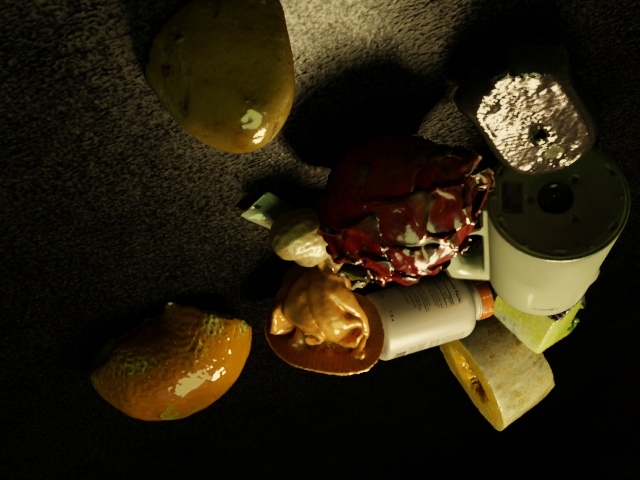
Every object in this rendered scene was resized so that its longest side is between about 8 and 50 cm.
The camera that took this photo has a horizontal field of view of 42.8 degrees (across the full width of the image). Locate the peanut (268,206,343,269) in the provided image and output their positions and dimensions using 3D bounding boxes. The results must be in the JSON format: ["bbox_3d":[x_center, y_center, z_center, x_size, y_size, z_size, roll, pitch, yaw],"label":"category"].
[{"bbox_3d":[0.001,0.001,1.425,0.228,0.085,0.104,10,120,-49],"label":"peanut"}]

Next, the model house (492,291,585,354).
[{"bbox_3d":[0.546,0.123,1.993,0.170,0.194,0.211,-20,144,-33],"label":"model house"}]

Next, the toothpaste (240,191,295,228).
[{"bbox_3d":[-0.042,-0.026,1.456,0.067,0.037,0.255,-38,146,19],"label":"toothpaste"}]

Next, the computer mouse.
[{"bbox_3d":[0.330,-0.215,1.299,0.183,0.116,0.323,-28,145,18],"label":"computer mouse"}]

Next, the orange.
[{"bbox_3d":[-0.290,0.257,1.666,0.335,0.196,0.262,-27,166,-4],"label":"orange"}]

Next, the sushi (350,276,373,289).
[{"bbox_3d":[0.081,0.080,1.725,0.046,0.044,0.083,-9,148,-25],"label":"sushi"}]

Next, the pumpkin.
[{"bbox_3d":[0.464,0.312,2.158,0.199,0.332,0.332,-30,154,-10],"label":"pumpkin"}]

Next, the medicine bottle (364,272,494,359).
[{"bbox_3d":[0.249,0.165,1.877,0.289,0.157,0.157,-14,152,-15],"label":"medicine bottle"}]

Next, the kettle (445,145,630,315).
[{"bbox_3d":[0.398,-0.004,1.635,0.361,0.250,0.376,-3,157,9],"label":"kettle"}]

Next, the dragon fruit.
[{"bbox_3d":[0.135,-0.056,1.315,0.299,0.244,0.244,-22,153,-8],"label":"dragon fruit"}]

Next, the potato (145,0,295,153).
[{"bbox_3d":[-0.104,-0.188,1.003,0.203,0.158,0.178,-35,151,16],"label":"potato"}]

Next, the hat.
[{"bbox_3d":[0.006,0.109,1.579,0.233,0.244,0.233,-22,140,-16],"label":"hat"}]
